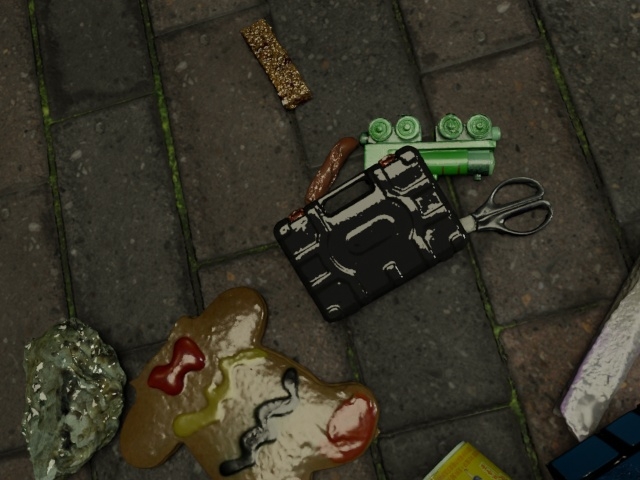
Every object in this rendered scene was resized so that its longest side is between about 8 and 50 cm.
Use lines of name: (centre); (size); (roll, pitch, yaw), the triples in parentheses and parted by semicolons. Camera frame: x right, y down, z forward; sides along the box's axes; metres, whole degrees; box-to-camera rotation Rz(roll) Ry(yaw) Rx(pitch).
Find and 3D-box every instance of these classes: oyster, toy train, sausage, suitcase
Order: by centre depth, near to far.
suitcase: (0.084, -0.010, 1.038); (0.285, 0.066, 0.206); (-31, 92, 5)
oyster: (-0.439, 0.279, 1.065); (0.198, 0.112, 0.268); (-22, 78, 3)
toy train: (0.194, -0.161, 1.088); (0.251, 0.085, 0.119); (1, 83, 10)
sausage: (0.019, -0.129, 1.127); (0.036, 0.042, 0.158); (22, 77, 51)

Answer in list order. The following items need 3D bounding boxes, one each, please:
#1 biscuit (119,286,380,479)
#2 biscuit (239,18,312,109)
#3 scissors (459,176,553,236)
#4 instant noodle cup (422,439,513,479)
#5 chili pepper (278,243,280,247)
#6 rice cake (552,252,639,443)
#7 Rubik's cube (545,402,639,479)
biscuit: (-0.141, 0.304, 1.034); (0.394, 0.076, 0.368); (39, 85, 14)
biscuit: (-0.087, -0.346, 1.190); (0.064, 0.034, 0.199); (-30, 76, 1)
scissors: (0.258, -0.026, 1.075); (0.300, 0.022, 0.109); (-20, 72, 5)
instant noodle cup: (0.248, 0.434, 0.894); (0.215, 0.215, 0.236); (-44, 66, -3)
chili pepper: (0.000, 0.001, 1.098); (0.153, 0.041, 0.050); (5, 120, 9)
rice cake: (0.491, 0.140, 0.982); (0.070, 0.064, 0.399); (29, 83, 21)
Rubik's cube: (0.526, 0.381, 0.787); (0.288, 0.283, 0.294); (-32, 92, 0)
